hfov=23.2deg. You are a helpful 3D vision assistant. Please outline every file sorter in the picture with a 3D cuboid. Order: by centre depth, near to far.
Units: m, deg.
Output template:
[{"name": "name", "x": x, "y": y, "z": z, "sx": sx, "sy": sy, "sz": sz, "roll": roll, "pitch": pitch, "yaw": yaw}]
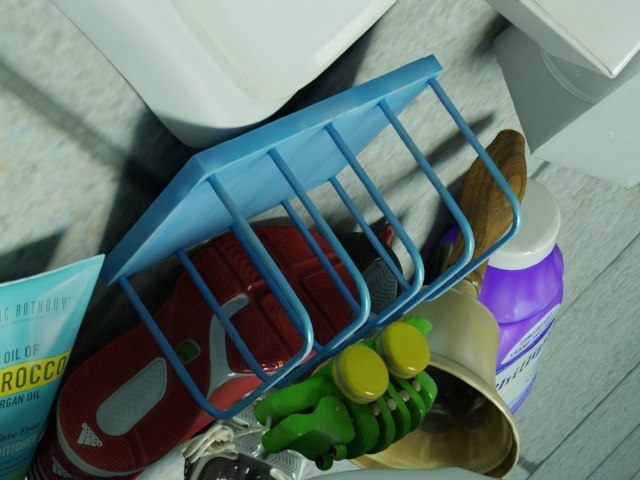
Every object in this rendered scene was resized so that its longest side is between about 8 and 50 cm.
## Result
[{"name": "file sorter", "x": 0.000, "y": 0.000, "z": 0.785, "sx": 0.170, "sy": 0.104, "sz": 0.118, "roll": -27, "pitch": 169, "yaw": -40}]

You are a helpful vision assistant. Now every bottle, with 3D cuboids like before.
[{"name": "bottle", "x": 0.125, "y": 0.053, "z": 1.171, "sx": 0.118, "sy": 0.092, "sz": 0.283, "roll": -42, "pitch": 159, "yaw": -24}]

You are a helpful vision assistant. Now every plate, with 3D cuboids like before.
[{"name": "plate", "x": 0.014, "y": -0.166, "z": 0.632, "sx": 0.277, "sy": 0.045, "sz": 0.278, "roll": -46, "pitch": 160, "yaw": -2}]

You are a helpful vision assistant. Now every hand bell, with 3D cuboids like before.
[{"name": "hand bell", "x": 0.086, "y": 0.019, "z": 0.952, "sx": 0.126, "sy": 0.126, "sz": 0.242, "roll": 107, "pitch": 5, "yaw": -50}]

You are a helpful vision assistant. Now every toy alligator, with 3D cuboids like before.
[{"name": "toy alligator", "x": 0.008, "y": 0.087, "z": 0.758, "sx": 0.190, "sy": 0.051, "sz": 0.056, "roll": -25, "pitch": 168, "yaw": -49}]

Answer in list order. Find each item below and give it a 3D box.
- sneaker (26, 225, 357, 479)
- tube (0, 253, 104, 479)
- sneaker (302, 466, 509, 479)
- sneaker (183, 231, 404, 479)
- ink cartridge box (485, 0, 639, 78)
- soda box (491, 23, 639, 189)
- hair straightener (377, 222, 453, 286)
[{"name": "sneaker", "x": -0.083, "y": 0.074, "z": 0.880, "sx": 0.221, "sy": 0.087, "sz": 0.128, "roll": -29, "pitch": 172, "yaw": -41}, {"name": "tube", "x": -0.164, "y": 0.089, "z": 0.765, "sx": 0.080, "sy": 0.052, "sz": 0.207, "roll": -20, "pitch": 144, "yaw": -43}, {"name": "sneaker", "x": -0.046, "y": 0.167, "z": 0.771, "sx": 0.366, "sy": 0.150, "sz": 0.135, "roll": -6, "pitch": 106, "yaw": -11}, {"name": "sneaker", "x": -0.034, "y": 0.097, "z": 1.005, "sx": 0.228, "sy": 0.086, "sz": 0.132, "roll": -60, "pitch": -170, "yaw": -10}, {"name": "ink cartridge box", "x": 0.161, "y": -0.183, "z": 0.741, "sx": 0.203, "sy": 0.086, "sz": 0.148, "roll": -49, "pitch": -171, "yaw": 7}, {"name": "soda box", "x": 0.234, "y": -0.147, "z": 0.869, "sx": 0.098, "sy": 0.091, "sz": 0.286, "roll": 15, "pitch": 139, "yaw": -39}, {"name": "hair straightener", "x": 0.057, "y": 0.079, "z": 1.093, "sx": 0.230, "sy": 0.089, "sz": 0.047, "roll": 108, "pitch": -2, "yaw": -48}]
